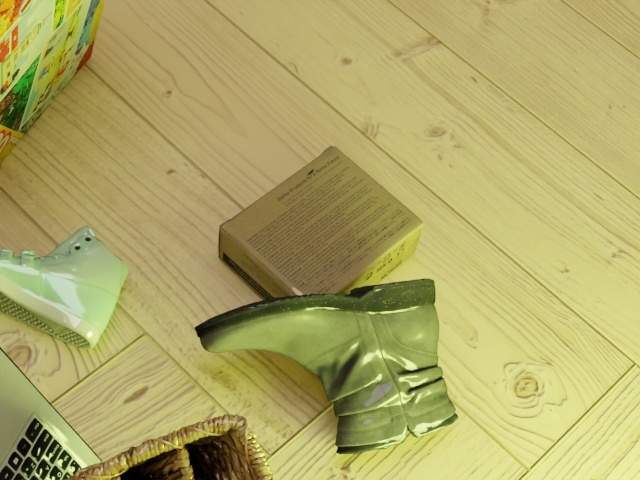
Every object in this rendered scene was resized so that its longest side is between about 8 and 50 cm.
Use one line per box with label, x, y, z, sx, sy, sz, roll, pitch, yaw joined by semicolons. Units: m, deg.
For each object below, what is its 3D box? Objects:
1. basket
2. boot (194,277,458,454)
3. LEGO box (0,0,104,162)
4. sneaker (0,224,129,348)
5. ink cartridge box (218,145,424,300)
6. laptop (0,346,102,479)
basket;-0.160;0.368;1.379;0.213;0.223;0.299;-15;81;-38
boot;0.014;0.177;1.655;0.338;0.118;0.222;-7;89;-11
LEGO box;-0.450;-0.331;1.721;0.193;0.500;0.372;32;57;-1
sneaker;-0.391;0.030;1.739;0.256;0.094;0.151;28;61;-2
ink cartridge box;0.000;0.000;1.829;0.235;0.088;0.193;-37;67;-27
laptop;-0.286;0.391;1.434;0.236;0.408;0.382;0;47;33
